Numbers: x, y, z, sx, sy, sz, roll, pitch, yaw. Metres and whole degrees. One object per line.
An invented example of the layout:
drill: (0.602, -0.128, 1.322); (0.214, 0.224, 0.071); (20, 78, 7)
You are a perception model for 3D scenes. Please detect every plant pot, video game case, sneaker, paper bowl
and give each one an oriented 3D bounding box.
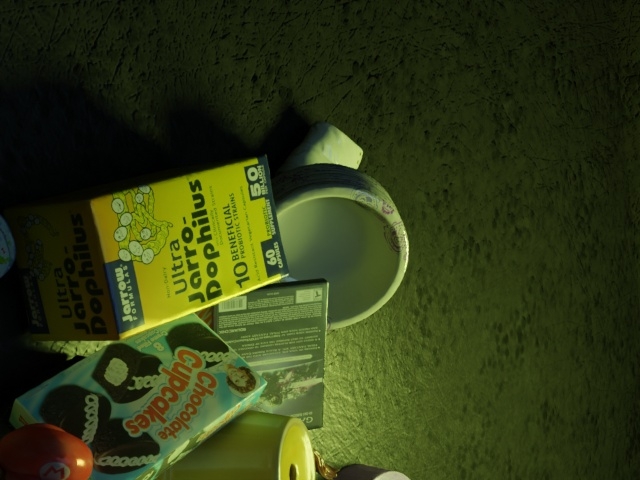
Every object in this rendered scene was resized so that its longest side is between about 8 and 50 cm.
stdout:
plant pot: (-0.145, 0.355, 1.679); (0.254, 0.239, 0.254); (-5, 90, -72)
video game case: (-0.085, 0.202, 1.856); (0.196, 0.026, 0.274); (-5, 112, -20)
sneaker: (0.046, -0.086, 2.051); (0.169, 0.108, 0.292); (-58, 133, -27)
paper bowl: (0.000, 0.000, 1.900); (0.148, 0.284, 0.284); (-105, 172, -59)

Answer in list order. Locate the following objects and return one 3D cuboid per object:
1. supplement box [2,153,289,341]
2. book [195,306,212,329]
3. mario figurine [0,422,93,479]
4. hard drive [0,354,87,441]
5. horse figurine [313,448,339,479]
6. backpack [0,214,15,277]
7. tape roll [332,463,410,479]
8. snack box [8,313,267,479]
supplement box: (-0.241, 0.005, 1.606); (0.356, 0.195, 0.194); (-20, 102, -49)
book: (-0.200, 0.120, 1.818); (0.144, 0.035, 0.096); (-52, 127, -34)
mario figurine: (-0.372, 0.365, 1.357); (0.320, 0.170, 0.198); (-58, 167, 29)
hard drive: (-0.372, 0.365, 1.588); (0.237, 0.064, 0.339); (-33, 117, -46)
horse figurine: (-0.073, 0.445, 1.975); (0.263, 0.066, 0.174); (-37, 127, -41)
backpack: (-0.452, 0.014, 1.443); (0.114, 0.084, 0.105); (-36, 122, -48)
tape roll: (0.090, 0.582, 2.173); (0.275, 0.090, 0.275); (-7, 99, -52)
snack box: (-0.245, 0.224, 1.547); (0.322, 0.187, 0.060); (-32, 158, -47)
